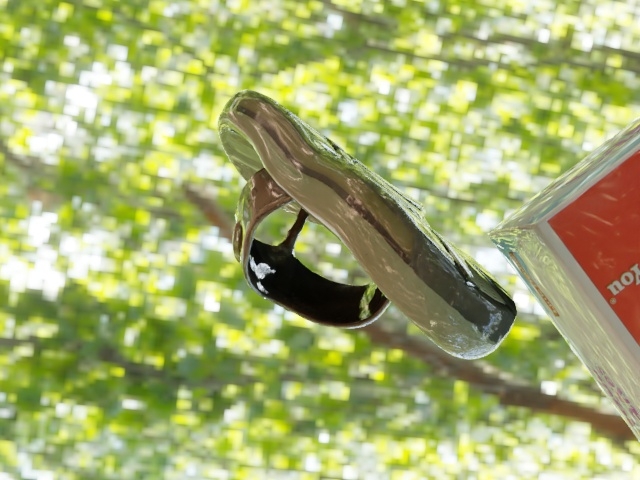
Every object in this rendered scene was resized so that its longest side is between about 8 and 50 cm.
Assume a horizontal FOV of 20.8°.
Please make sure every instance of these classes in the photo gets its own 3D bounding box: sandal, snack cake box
[{"bbox_3d":[-0.001,0.000,0.860,0.086,0.120,0.303,-54,-161,4],"label":"sandal"},{"bbox_3d":[0.236,-0.023,0.854,0.152,0.264,0.089,54,-9,-3],"label":"snack cake box"}]
